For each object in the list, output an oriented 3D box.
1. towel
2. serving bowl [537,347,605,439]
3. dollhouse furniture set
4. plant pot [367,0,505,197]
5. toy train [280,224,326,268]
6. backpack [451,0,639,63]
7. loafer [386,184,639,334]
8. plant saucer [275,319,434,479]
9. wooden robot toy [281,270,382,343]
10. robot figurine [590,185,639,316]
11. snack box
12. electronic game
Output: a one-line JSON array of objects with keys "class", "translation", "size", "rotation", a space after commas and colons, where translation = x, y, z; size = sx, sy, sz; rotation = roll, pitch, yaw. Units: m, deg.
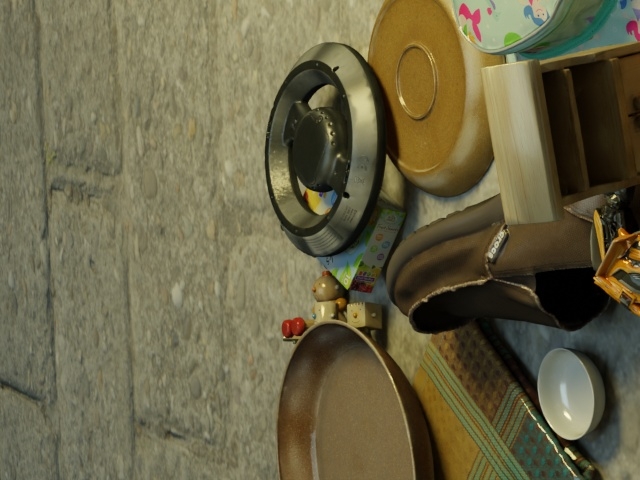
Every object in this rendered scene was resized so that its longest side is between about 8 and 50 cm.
[{"class": "towel", "translation": [0.145, 0.272, 1.712], "size": [0.271, 0.040, 0.370], "rotation": [57, 141, 41]}, {"class": "serving bowl", "translation": [0.230, 0.136, 1.533], "size": [0.083, 0.027, 0.083], "rotation": [20, 113, 60]}, {"class": "dollhouse furniture set", "translation": [0.253, -0.084, 1.112], "size": [0.242, 0.161, 0.212], "rotation": [-5, 98, 40]}, {"class": "plant pot", "translation": [0.106, -0.159, 1.702], "size": [0.236, 0.032, 0.236], "rotation": [21, 115, 58]}, {"class": "toy train", "translation": [0.000, 0.000, 1.937], "size": [0.158, 0.027, 0.036], "rotation": [41, 120, 51]}, {"class": "backpack", "translation": [0.214, -0.219, 1.341], "size": [0.225, 0.191, 0.253], "rotation": [-18, 85, 61]}, {"class": "loafer", "translation": [0.178, 0.025, 1.494], "size": [0.366, 0.134, 0.130], "rotation": [-37, 65, 57]}, {"class": "plant saucer", "translation": [0.040, 0.237, 1.810], "size": [0.310, 0.050, 0.310], "rotation": [13, 105, 61]}, {"class": "wooden robot toy", "translation": [0.004, 0.070, 1.904], "size": [0.173, 0.076, 0.079], "rotation": [-19, 68, 61]}, {"class": "robot figurine", "translation": [0.303, -0.033, 1.249], "size": [0.211, 0.085, 0.291], "rotation": [41, 125, 25]}, {"class": "snack box", "translation": [0.028, -0.021, 1.847], "size": [0.141, 0.037, 0.100], "rotation": [46, 120, 49]}, {"class": "electronic game", "translation": [0.004, -0.096, 1.820], "size": [0.229, 0.048, 0.229], "rotation": [-8, 80, 59]}]
